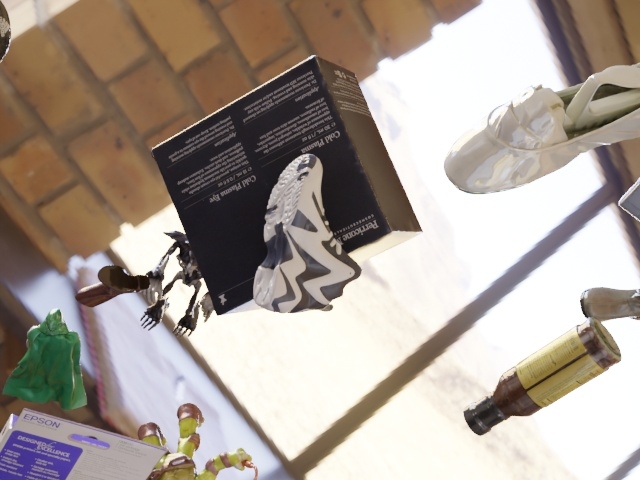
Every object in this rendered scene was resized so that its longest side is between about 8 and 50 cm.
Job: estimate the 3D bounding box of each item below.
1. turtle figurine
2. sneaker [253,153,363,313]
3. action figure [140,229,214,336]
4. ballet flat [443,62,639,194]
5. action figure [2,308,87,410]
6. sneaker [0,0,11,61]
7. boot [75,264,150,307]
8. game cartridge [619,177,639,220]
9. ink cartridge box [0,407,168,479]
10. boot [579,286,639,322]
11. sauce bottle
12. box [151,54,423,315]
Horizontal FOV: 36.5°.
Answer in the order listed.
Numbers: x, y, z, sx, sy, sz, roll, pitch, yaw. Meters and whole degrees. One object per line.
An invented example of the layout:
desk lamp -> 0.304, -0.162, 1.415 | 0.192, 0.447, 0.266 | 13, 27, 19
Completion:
turtle figurine -> -0.222, 0.354, 1.435 | 0.087, 0.269, 0.217 | 43, 13, -36
sneaker -> 0.000, 0.000, 1.441 | 0.153, 0.235, 0.094 | 15, -9, -32
action figure -> -0.259, 0.088, 1.885 | 0.164, 0.276, 0.141 | 21, 44, -6
ballet flat -> 0.363, -0.187, 1.435 | 0.139, 0.400, 0.139 | 162, -90, -74
action figure -> -0.424, 0.183, 1.530 | 0.232, 0.137, 0.063 | 115, -24, -48
sneaker -> -0.681, -0.272, 1.320 | 0.257, 0.447, 0.169 | 22, -59, 37
boot -> -0.322, 0.070, 1.408 | 0.106, 0.114, 0.037 | 24, 56, -57
game cartridge -> 0.599, -0.091, 1.402 | 0.198, 0.062, 0.297 | 41, -46, 9
ink cartridge box -> -0.342, 0.308, 1.318 | 0.206, 0.208, 0.045 | 23, 30, -25
boot -> 0.716, 0.128, 2.183 | 0.161, 0.246, 0.084 | -29, -117, 55
sauce bottle -> 0.441, 0.285, 1.977 | 0.111, 0.344, 0.111 | 39, 29, -27
box -> -0.057, -0.082, 1.636 | 0.179, 0.343, 0.313 | 2, 64, -67
